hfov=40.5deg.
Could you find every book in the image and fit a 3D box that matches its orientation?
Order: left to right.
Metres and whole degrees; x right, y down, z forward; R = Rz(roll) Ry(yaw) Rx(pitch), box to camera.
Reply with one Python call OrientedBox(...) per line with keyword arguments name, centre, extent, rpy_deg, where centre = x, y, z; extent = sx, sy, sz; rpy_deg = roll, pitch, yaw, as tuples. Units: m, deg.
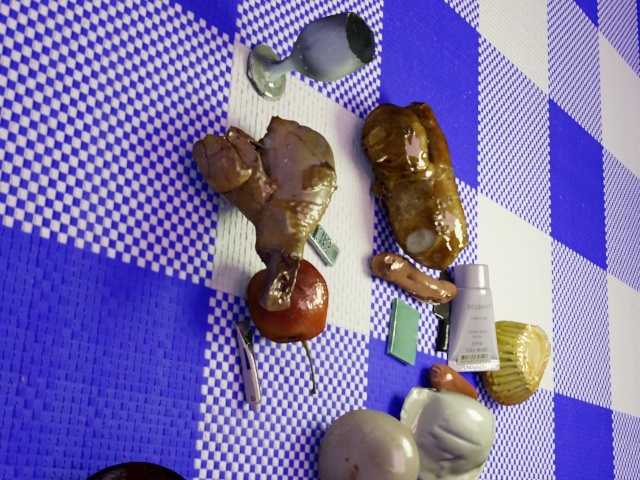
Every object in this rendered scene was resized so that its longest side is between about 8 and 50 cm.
OrientedBox(name="book", centre=(0.195, 0.215, 2.030), extent=(0.103, 0.017, 0.135), rpy_deg=(32, 58, -42))

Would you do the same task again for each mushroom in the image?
OrientedBox(name="mushroom", centre=(0.095, 0.440, 1.740), extent=(0.204, 0.204, 0.204), rpy_deg=(15, 71, -51))

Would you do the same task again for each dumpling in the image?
OrientedBox(name="dumpling", centre=(0.285, 0.459, 2.013), extent=(0.175, 0.243, 0.227), rpy_deg=(91, 22, -77))

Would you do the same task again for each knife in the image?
OrientedBox(name="knife", centre=(0.306, 0.168, 2.186), extent=(0.060, 0.028, 0.231), rpy_deg=(28, 59, -33))

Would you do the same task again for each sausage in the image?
OrientedBox(name="sausage", centre=(0.221, 0.091, 2.046), extent=(0.304, 0.078, 0.078), rpy_deg=(28, 61, -45))
OrientedBox(name="sausage", centre=(0.324, 0.361, 2.126), extent=(0.194, 0.077, 0.077), rpy_deg=(40, 53, -39))

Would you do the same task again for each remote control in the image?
OrientedBox(name="remote control", centre=(0.000, 0.000, 1.818), extent=(0.124, 0.017, 0.053), rpy_deg=(54, 44, -32))

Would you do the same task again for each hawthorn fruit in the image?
OrientedBox(name="hawthorn fruit", centre=(-0.036, 0.164, 1.646), extent=(0.165, 0.165, 0.285), rpy_deg=(-59, 137, -41))

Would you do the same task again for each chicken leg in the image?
OrientedBox(name="chicken leg", centre=(-0.105, -0.068, 1.549), extent=(0.295, 0.182, 0.410), rpy_deg=(29, 47, -30))

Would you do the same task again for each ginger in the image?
OrientedBox(name="ginger", centre=(0.205, -0.131, 1.991), extent=(0.254, 0.176, 0.419), rpy_deg=(-2, 80, -49))

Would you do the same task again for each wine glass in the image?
OrientedBox(name="wine glass", centre=(-0.017, -0.359, 1.691), extent=(0.126, 0.241, 0.127), rpy_deg=(20, 65, -51))

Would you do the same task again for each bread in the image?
OrientedBox(name="bread", centre=(0.521, 0.329, 2.334), extent=(0.240, 0.139, 0.240), rpy_deg=(10, 77, -49))

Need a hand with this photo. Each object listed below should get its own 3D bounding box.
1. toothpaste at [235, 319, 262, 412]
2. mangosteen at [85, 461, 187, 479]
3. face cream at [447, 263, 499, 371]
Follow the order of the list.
OrientedBox(name="toothpaste", centre=(-0.130, 0.231, 1.592), extent=(0.045, 0.028, 0.170), rpy_deg=(0, 79, -59))
OrientedBox(name="mangosteen", centre=(-0.239, 0.430, 1.212), extent=(0.235, 0.261, 0.236), rpy_deg=(12, 75, -53))
OrientedBox(name="face cream", centre=(0.388, 0.198, 2.225), extent=(0.154, 0.096, 0.274), rpy_deg=(1, 84, -25))
